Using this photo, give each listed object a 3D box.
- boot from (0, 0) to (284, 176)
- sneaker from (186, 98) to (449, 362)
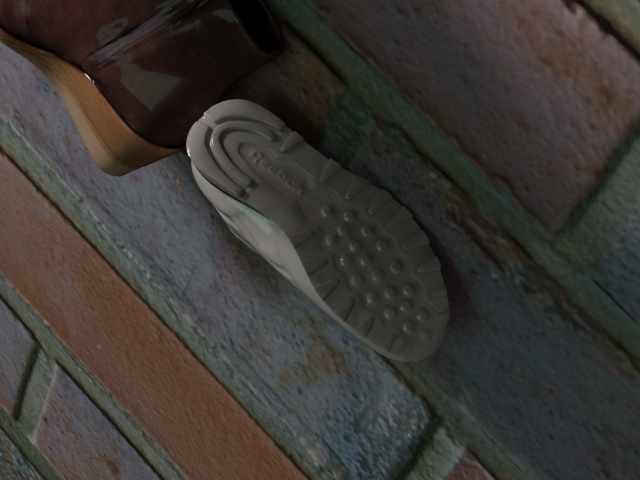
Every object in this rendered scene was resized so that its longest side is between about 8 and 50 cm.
[{"bbox_3d":[-0.148,-0.187,1.179,0.207,0.090,0.248,-36,86,41],"label":"boot"},{"bbox_3d":[0.000,0.000,1.137,0.235,0.090,0.095,46,159,16],"label":"sneaker"}]
